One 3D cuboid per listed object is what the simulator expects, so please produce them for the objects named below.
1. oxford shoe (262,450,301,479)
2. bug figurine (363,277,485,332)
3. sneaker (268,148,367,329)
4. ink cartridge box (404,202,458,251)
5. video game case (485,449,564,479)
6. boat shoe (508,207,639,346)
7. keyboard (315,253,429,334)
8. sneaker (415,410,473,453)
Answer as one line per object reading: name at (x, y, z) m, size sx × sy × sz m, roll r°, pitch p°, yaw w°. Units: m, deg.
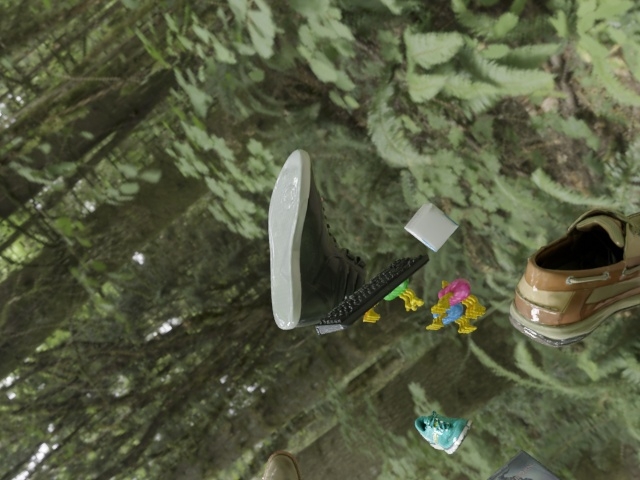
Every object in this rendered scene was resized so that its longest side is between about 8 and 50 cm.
oxford shoe at (-0.118, 0.776, 1.824) m, size 0.130 × 0.123 × 0.347 m, roll 16°, pitch -104°, yaw -86°
bug figurine at (0.167, 0.108, 1.177) m, size 0.216 × 0.279 × 0.072 m, roll 129°, pitch 148°, yaw -65°
sneaker at (0.000, 0.000, 1.083) m, size 0.105 × 0.147 × 0.295 m, roll -14°, pitch 73°, yaw 59°
ink cartridge box at (0.286, -0.037, 1.692) m, size 0.092 × 0.090 × 0.143 m, roll 39°, pitch -176°, yaw 0°
video game case at (0.496, 0.634, 1.602) m, size 0.026 × 0.196 × 0.274 m, roll 54°, pitch 173°, yaw -9°
boat shoe at (0.381, 0.022, 0.859) m, size 0.123 × 0.324 × 0.119 m, roll 28°, pitch 134°, yaw 43°
keyboard at (0.068, 0.075, 0.924) m, size 0.023 × 0.180 × 0.108 m, roll 58°, pitch 150°, yaw -3°
sneaker at (0.365, 0.571, 1.955) m, size 0.110 × 0.107 × 0.275 m, roll 40°, pitch 156°, yaw 0°
